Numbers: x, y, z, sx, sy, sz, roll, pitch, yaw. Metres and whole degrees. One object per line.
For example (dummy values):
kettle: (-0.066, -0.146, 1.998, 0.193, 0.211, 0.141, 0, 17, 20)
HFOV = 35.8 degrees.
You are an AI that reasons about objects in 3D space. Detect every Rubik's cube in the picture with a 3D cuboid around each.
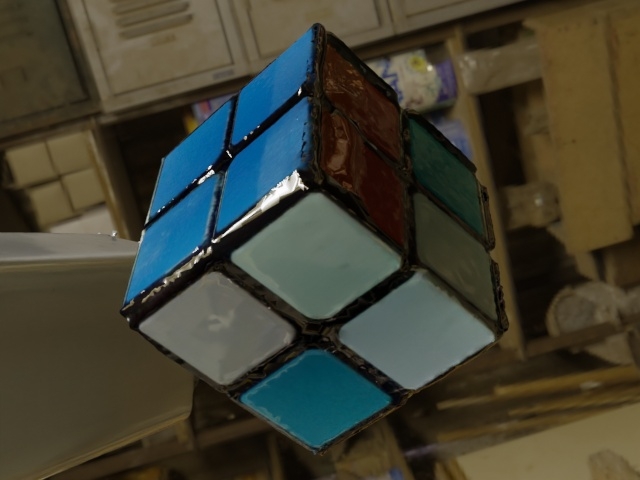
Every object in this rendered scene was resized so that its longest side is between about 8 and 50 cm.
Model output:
Rubik's cube: (0.000, 0.000, 0.652, 0.180, 0.167, 0.183, 38, -147, -28)

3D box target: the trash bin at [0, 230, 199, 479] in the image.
trash bin: (-0.280, 0.101, 0.867, 0.367, 0.295, 0.256, -5, -80, -51)
